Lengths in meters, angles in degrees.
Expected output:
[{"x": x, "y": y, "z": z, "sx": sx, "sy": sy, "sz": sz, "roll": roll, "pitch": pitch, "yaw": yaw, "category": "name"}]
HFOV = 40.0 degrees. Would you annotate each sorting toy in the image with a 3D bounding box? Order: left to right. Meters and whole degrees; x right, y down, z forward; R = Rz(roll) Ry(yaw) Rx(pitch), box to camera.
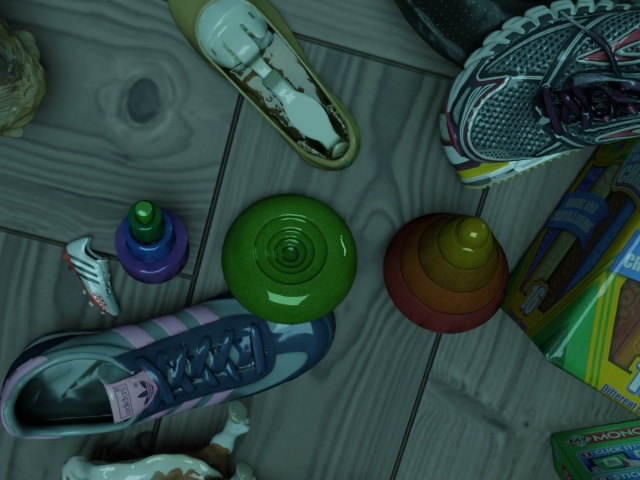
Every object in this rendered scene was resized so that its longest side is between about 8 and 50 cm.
[{"x": 0.000, "y": 0.000, "z": 0.770, "sx": 0.366, "sy": 0.126, "sz": 0.127, "roll": 5, "pitch": 70, "yaw": -3, "category": "sorting toy"}]

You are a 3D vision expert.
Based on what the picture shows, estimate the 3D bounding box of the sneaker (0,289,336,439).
[{"x": -0.138, "y": 0.124, "z": 0.812, "sx": 0.319, "sy": 0.131, "sz": 0.112, "roll": -15, "pitch": 102, "yaw": 1, "category": "sneaker"}]

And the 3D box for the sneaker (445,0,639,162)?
[{"x": 0.239, "y": -0.128, "z": 0.666, "sx": 0.299, "sy": 0.112, "sz": 0.121, "roll": -18, "pitch": 125, "yaw": 17, "category": "sneaker"}]

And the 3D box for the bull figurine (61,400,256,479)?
[{"x": -0.095, "y": 0.269, "z": 0.853, "sx": 0.310, "sy": 0.101, "sz": 0.188, "roll": 40, "pitch": 123, "yaw": -16, "category": "bull figurine"}]

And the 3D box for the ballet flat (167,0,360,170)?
[{"x": -0.045, "y": -0.155, "z": 0.781, "sx": 0.080, "sy": 0.073, "sz": 0.232, "roll": -44, "pitch": 101, "yaw": 7, "category": "ballet flat"}]

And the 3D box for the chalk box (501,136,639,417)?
[{"x": 0.323, "y": 0.002, "z": 0.777, "sx": 0.180, "sy": 0.179, "sz": 0.289, "roll": 31, "pitch": 100, "yaw": -9, "category": "chalk box"}]

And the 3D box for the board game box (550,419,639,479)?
[{"x": 0.401, "y": 0.219, "z": 0.813, "sx": 0.317, "sy": 0.213, "sz": 0.046, "roll": -9, "pitch": 103, "yaw": 0, "category": "board game box"}]

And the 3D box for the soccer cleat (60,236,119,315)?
[{"x": -0.213, "y": 0.035, "z": 0.842, "sx": 0.036, "sy": 0.029, "sz": 0.083, "roll": -31, "pitch": 98, "yaw": 9, "category": "soccer cleat"}]

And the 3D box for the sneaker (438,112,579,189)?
[{"x": 0.199, "y": -0.119, "z": 0.801, "sx": 0.185, "sy": 0.069, "sz": 0.084, "roll": -27, "pitch": 108, "yaw": 3, "category": "sneaker"}]

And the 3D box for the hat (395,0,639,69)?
[{"x": 0.207, "y": -0.296, "z": 0.729, "sx": 0.331, "sy": 0.134, "sz": 0.331, "roll": 4, "pitch": 111, "yaw": 11, "category": "hat"}]

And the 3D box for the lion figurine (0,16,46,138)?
[{"x": -0.340, "y": -0.276, "z": 0.687, "sx": 0.240, "sy": 0.142, "sz": 0.392, "roll": 11, "pitch": 117, "yaw": 12, "category": "lion figurine"}]
